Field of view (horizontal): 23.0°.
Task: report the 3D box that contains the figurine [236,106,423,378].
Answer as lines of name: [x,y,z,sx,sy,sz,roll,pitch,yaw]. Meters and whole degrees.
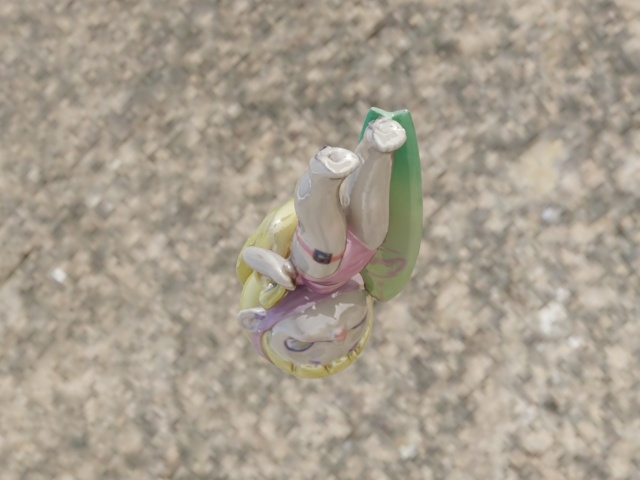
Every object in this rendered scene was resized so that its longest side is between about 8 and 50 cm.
figurine: [0.000,0.000,0.696,0.083,0.187,0.083,3,62,-6]
